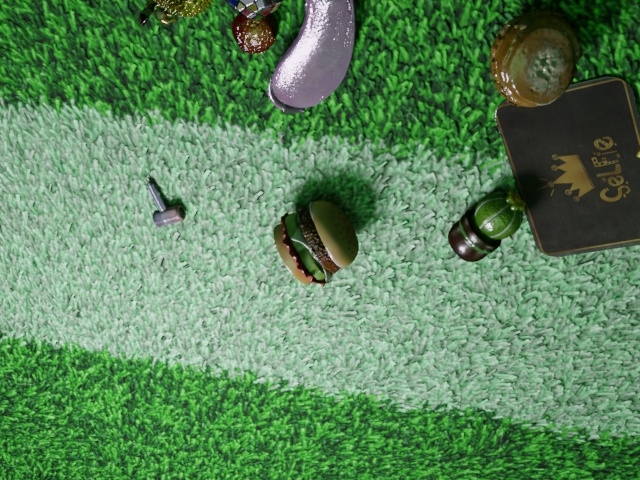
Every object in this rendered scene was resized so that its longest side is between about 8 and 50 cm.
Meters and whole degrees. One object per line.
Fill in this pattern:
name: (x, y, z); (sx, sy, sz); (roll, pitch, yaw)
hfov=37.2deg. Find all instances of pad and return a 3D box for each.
pad: (0.504, -0.112, 1.717); (0.314, 0.063, 0.375); (-12, 125, 23)

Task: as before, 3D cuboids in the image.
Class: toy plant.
toy plant: (0.322, -0.032, 1.816); (0.092, 0.093, 0.162); (34, 126, -13)

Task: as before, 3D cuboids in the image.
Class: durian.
durian: (-0.236, -0.455, 1.593); (0.159, 0.146, 0.198); (10, 149, 17)

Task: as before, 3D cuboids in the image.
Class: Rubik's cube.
Rubik's cube: (-0.113, -0.428, 1.610); (0.111, 0.093, 0.111); (8, 131, 9)

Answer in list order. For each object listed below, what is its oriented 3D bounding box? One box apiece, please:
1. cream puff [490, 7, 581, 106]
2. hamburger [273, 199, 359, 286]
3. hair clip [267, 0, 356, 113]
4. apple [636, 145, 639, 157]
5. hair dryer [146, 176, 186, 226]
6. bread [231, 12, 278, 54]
cream puff: (0.350, -0.302, 1.566); (0.150, 0.115, 0.165); (23, 111, -22)
hamburger: (0.001, -0.001, 1.892); (0.137, 0.175, 0.175); (-28, 117, 17)
hair clip: (-0.003, -0.353, 1.660); (0.095, 0.110, 0.359); (48, 143, 29)
apple: (0.647, -0.102, 1.569); (0.246, 0.226, 0.246); (3, 120, 6)
hair dryer: (-0.333, -0.085, 1.993); (0.063, 0.037, 0.114); (-14, 116, 23)
bread: (-0.118, -0.371, 1.683); (0.085, 0.053, 0.085); (8, 130, 9)
